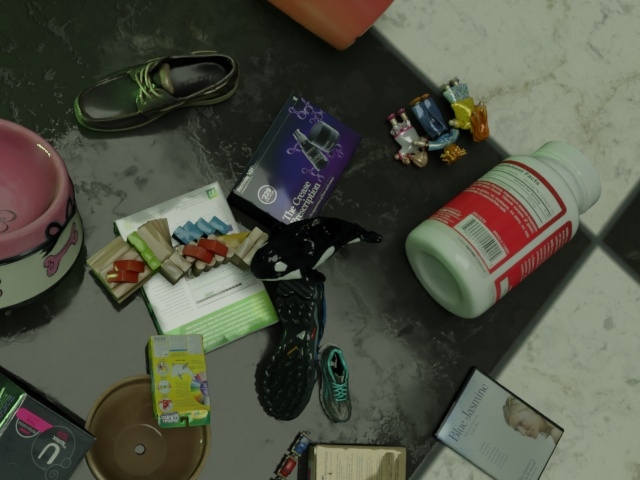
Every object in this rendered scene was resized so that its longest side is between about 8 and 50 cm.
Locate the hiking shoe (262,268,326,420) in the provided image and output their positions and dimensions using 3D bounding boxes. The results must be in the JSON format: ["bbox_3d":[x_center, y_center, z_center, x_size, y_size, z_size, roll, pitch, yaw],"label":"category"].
[{"bbox_3d":[-0.035,0.216,1.738,0.113,0.132,0.304,13,98,21],"label":"hiking shoe"}]

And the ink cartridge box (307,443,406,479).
[{"bbox_3d":[0.069,0.530,1.714,0.193,0.088,0.235,5,79,-11],"label":"ink cartridge box"}]

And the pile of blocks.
[{"bbox_3d":[-0.270,0.012,1.664,0.362,0.112,0.149,-14,82,-16],"label":"pile of blocks"}]

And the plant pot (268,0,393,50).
[{"bbox_3d":[0.025,-0.562,1.841,0.243,0.275,0.275,43,73,-13],"label":"plant pot"}]

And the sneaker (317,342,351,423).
[{"bbox_3d":[0.032,0.294,1.758,0.064,0.076,0.167,-10,82,-14],"label":"sneaker"}]

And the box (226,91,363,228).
[{"bbox_3d":[-0.055,-0.152,1.814,0.184,0.103,0.261,30,74,-3],"label":"box"}]

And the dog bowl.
[{"bbox_3d":[-0.630,-0.066,1.531,0.407,0.150,0.408,11,43,-11],"label":"dog bowl"}]

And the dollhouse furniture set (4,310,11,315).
[{"bbox_3d":[-0.666,0.162,1.551,0.160,0.212,0.242,11,52,-11],"label":"dollhouse furniture set"}]

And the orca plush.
[{"bbox_3d":[0.000,0.000,1.668,0.287,0.102,0.151,-5,58,-27],"label":"orca plush"}]

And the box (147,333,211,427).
[{"bbox_3d":[-0.268,0.269,1.621,0.105,0.043,0.179,1,60,-22],"label":"box"}]

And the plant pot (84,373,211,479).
[{"bbox_3d":[-0.333,0.383,1.620,0.237,0.110,0.238,9,60,-17],"label":"plant pot"}]

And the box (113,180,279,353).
[{"bbox_3d":[-0.254,0.067,1.746,0.232,0.058,0.322,-22,84,-17],"label":"box"}]

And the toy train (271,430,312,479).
[{"bbox_3d":[-0.066,0.455,1.723,0.027,0.036,0.158,35,73,-5],"label":"toy train"}]

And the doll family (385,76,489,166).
[{"bbox_3d":[0.283,-0.260,1.905,0.262,0.118,0.163,-30,87,-17],"label":"doll family"}]

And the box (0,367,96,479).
[{"bbox_3d":[-0.542,0.327,1.492,0.165,0.270,0.143,45,70,-35],"label":"box"}]

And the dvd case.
[{"bbox_3d":[0.387,0.416,1.848,0.253,0.022,0.180,35,73,-4],"label":"dvd case"}]

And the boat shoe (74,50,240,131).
[{"bbox_3d":[-0.335,-0.327,1.764,0.355,0.130,0.132,-21,84,-17],"label":"boat shoe"}]

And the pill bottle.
[{"bbox_3d":[0.400,-0.036,1.832,0.407,0.229,0.229,-36,89,-17],"label":"pill bottle"}]
